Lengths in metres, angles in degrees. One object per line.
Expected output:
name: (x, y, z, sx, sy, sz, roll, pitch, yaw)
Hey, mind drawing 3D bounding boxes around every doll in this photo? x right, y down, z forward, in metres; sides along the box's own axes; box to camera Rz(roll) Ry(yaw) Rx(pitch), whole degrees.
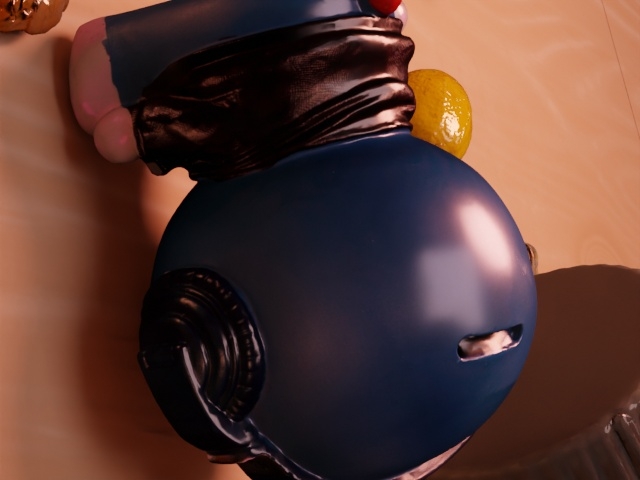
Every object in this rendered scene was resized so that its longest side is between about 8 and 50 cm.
doll: (0.000, 0.000, 1.124, 0.284, 0.240, 0.310, -13, 91, -44)

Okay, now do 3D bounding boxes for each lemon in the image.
lemon: (0.085, -0.099, 1.561, 0.082, 0.082, 0.111, 58, 32, -41)

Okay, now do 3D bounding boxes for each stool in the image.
stool: (0.224, 0.219, 1.477, 0.330, 0.297, 0.297, 62, 27, -25)

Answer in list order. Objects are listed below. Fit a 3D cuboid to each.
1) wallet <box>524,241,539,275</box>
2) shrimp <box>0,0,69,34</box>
wallet: (0.203, 0.180, 1.726, 0.223, 0.077, 0.309, -75, 147, -54)
shrimp: (-0.169, -0.147, 1.024, 0.184, 0.043, 0.091, -61, 138, -59)
